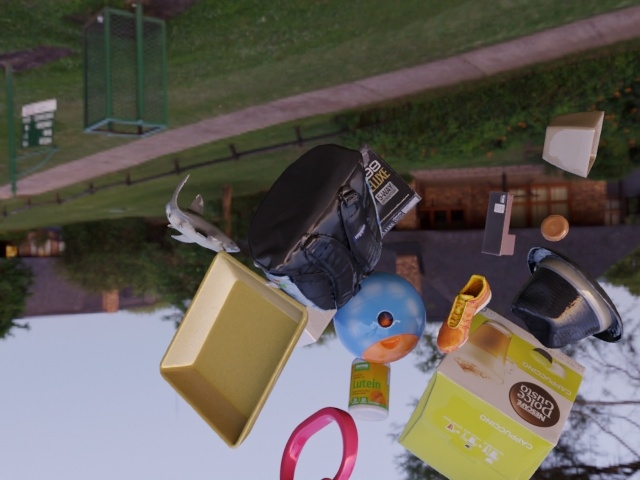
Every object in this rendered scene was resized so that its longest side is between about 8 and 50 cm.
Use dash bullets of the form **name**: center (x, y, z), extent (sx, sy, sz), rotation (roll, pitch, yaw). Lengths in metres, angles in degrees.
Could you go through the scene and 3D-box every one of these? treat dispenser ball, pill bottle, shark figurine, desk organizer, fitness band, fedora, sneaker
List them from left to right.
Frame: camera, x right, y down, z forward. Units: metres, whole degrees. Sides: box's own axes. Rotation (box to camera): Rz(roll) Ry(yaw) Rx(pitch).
- **shark figurine**: center (-0.309, -0.069, 1.550), extent (0.166, 0.116, 0.278), rotation (11, 159, 25)
- **fitness band**: center (-0.008, 0.527, 1.587), extent (0.054, 0.209, 0.291), rotation (24, 134, -24)
- **pill bottle**: center (0.167, 0.471, 2.192), extent (0.136, 0.245, 0.136), rotation (5, 149, 3)
- **treat dispenser ball**: center (0.183, 0.238, 2.023), extent (0.288, 0.288, 0.288), rotation (-1, 179, 0)
- **sneaker**: center (0.272, 0.140, 1.271), extent (0.064, 0.175, 0.067), rotation (13, 150, 41)
- **desk organizer**: center (0.379, -0.035, 1.359), extent (0.050, 0.130, 0.047), rotation (2, -174, -41)
- **fedora**: center (0.578, 0.170, 1.601), extent (0.152, 0.334, 0.334), rotation (-39, -179, -3)

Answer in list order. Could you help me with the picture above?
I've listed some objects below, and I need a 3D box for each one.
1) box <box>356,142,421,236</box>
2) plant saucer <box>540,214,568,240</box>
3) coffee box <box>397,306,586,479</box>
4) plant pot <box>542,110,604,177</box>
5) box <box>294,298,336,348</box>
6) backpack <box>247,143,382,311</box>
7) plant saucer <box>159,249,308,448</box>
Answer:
- **box**: center (0.118, -0.109, 2.009), extent (0.307, 0.242, 0.076), rotation (-45, 158, 11)
- **plant saucer**: center (0.720, -0.040, 2.002), extent (0.083, 0.083, 0.013), rotation (-2, 165, 36)
- **coffee box**: center (0.470, 0.460, 1.802), extent (0.338, 0.338, 0.334), rotation (31, -140, 18)
- **plant pot**: center (0.525, -0.208, 1.360), extent (0.096, 0.109, 0.109), rotation (14, -145, 27)
- **box**: center (-0.040, 0.226, 1.937), extent (0.130, 0.091, 0.170), rotation (-26, -160, 46)
- **backpack**: center (0.000, 0.000, 1.348), extent (0.273, 0.290, 0.355), rotation (26, 166, 40)
- **plant saucer**: center (-0.184, 0.235, 1.453), extent (0.333, 0.333, 0.081), rotation (30, -177, 42)
